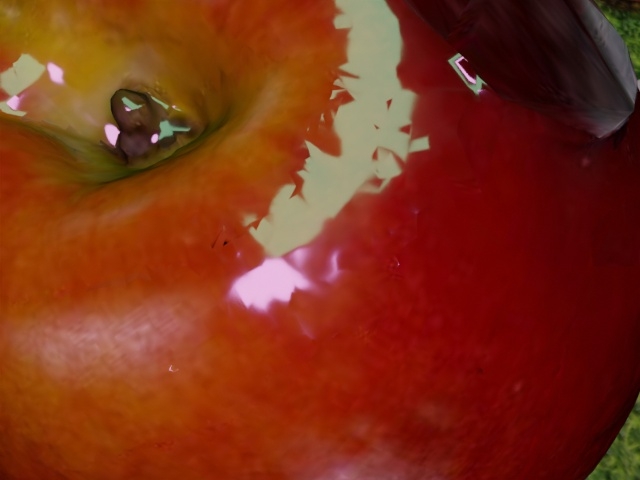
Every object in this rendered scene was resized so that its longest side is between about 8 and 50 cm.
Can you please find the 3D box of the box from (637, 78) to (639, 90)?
[{"bbox_3d":[0.316,-0.031,0.920,0.123,0.050,0.229,-18,64,-26],"label":"box"}]

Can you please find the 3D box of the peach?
[{"bbox_3d":[0.000,-0.012,0.589,0.406,0.310,0.335,17,44,-40],"label":"peach"}]
